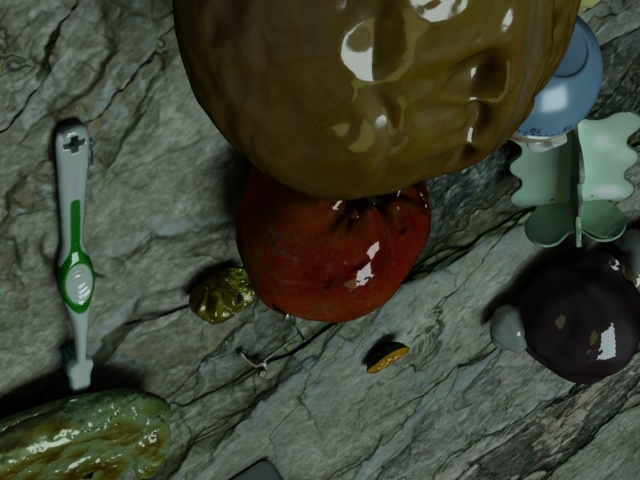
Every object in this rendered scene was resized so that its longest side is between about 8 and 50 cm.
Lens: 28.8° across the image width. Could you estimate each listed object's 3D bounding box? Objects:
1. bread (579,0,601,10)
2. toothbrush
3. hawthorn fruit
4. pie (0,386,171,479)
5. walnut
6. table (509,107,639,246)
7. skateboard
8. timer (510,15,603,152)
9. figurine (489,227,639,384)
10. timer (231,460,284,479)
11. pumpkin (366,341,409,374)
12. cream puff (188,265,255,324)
[{"bbox_3d":[0.212,-0.335,1.172,0.156,0.158,0.261,-8,142,-24],"label":"bread"},{"bbox_3d":[-0.254,0.033,1.297,0.042,0.040,0.418,-19,147,-25],"label":"toothbrush"},{"bbox_3d":[0.000,0.000,1.372,0.211,0.211,0.299,-18,155,-30],"label":"hawthorn fruit"},{"bbox_3d":[-0.318,0.269,1.526,0.302,0.067,0.302,-21,154,-11],"label":"pie"},{"bbox_3d":[0.053,-0.212,0.997,0.354,0.308,0.398,-28,149,-17],"label":"walnut"},{"bbox_3d":[0.328,-0.104,1.612,0.166,0.166,0.198,-31,148,-10],"label":"table"},{"bbox_3d":[-0.066,0.140,1.674,0.083,0.032,0.064,-37,141,5],"label":"skateboard"},{"bbox_3d":[0.228,-0.158,1.422,0.175,0.175,0.255,-24,150,-22],"label":"timer"},{"bbox_3d":[0.464,0.068,2.041,0.365,0.206,0.218,-49,-177,-32],"label":"figurine"},{"bbox_3d":[-0.101,0.500,1.985,0.194,0.192,0.195,-32,150,-9],"label":"timer"},{"bbox_3d":[0.097,0.174,1.895,0.050,0.028,0.083,1,143,-50],"label":"pumpkin"},{"bbox_3d":[-0.117,0.062,1.478,0.083,0.083,0.058,-19,108,-8],"label":"cream puff"}]
